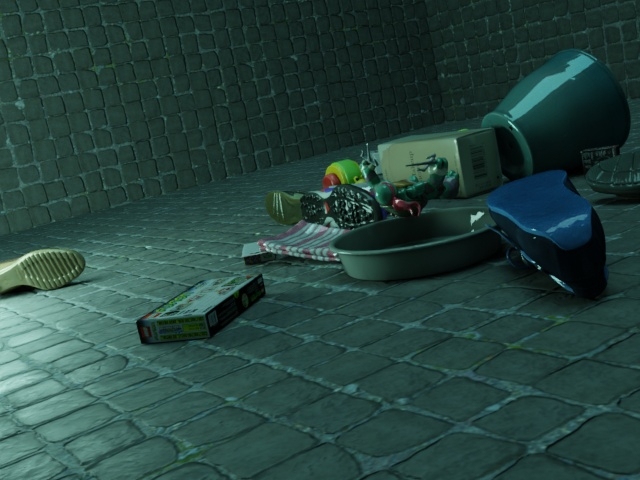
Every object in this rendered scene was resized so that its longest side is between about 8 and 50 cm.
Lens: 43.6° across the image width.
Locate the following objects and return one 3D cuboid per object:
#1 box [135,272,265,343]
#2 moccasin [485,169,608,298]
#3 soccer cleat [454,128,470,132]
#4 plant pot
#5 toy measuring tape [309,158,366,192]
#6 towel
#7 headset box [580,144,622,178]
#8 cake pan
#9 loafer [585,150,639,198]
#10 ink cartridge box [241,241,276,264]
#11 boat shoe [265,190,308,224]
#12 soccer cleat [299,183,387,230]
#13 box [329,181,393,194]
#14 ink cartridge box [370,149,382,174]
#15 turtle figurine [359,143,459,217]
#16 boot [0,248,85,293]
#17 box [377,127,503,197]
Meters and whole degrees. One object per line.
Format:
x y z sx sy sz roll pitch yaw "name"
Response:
-0.173 0.099 1.201 0.114 0.036 0.207 -8 11 21 "box"
0.295 -0.008 1.069 0.137 0.117 0.342 -22 12 15 "moccasin"
0.362 -0.252 2.285 0.179 0.060 0.072 -43 -7 16 "soccer cleat"
0.527 -0.269 1.872 0.255 0.272 0.271 -30 15 -14 "plant pot"
0.037 -0.159 2.163 0.121 0.121 0.330 -16 11 -25 "toy measuring tape"
0.000 0.000 1.492 0.197 0.029 0.144 7 20 35 "towel"
0.609 -0.170 1.723 0.083 0.062 0.032 -6 12 34 "headset box"
0.160 0.004 1.300 0.293 0.054 0.293 -11 10 2 "cake pan"
0.605 -0.106 1.402 0.267 0.084 0.096 -8 41 40 "loafer"
-0.119 0.026 1.561 0.062 0.029 0.115 -11 13 0 "ink cartridge box"
-0.049 -0.081 1.951 0.073 0.080 0.223 -12 14 -38 "boat shoe"
0.068 -0.070 1.680 0.116 0.109 0.318 -12 7 -25 "soccer cleat"
0.135 -0.112 1.884 0.145 0.038 0.186 -2 -2 44 "box"
0.254 -0.275 2.663 0.175 0.072 0.127 -12 11 -1 "ink cartridge box"
0.145 -0.096 1.388 0.175 0.118 0.234 12 5 31 "turtle figurine"
-0.626 0.054 1.795 0.248 0.090 0.207 -15 12 2 "boot"
0.284 -0.184 1.940 0.121 0.148 0.311 -18 10 -29 "box"
